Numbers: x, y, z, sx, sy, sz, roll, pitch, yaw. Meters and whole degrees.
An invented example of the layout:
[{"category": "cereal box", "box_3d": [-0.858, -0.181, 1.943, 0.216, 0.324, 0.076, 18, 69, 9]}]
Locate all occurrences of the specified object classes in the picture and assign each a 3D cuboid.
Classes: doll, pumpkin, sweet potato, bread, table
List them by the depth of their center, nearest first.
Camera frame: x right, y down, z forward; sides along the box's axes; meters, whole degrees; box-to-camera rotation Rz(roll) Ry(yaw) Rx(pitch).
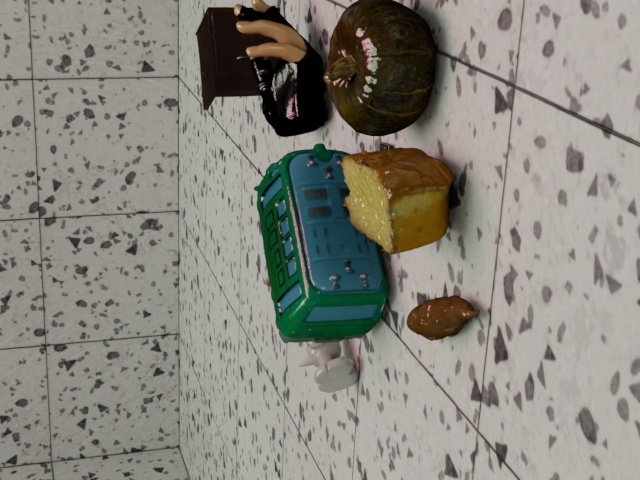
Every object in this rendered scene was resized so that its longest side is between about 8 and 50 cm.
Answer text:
[{"category": "sweet potato", "box_3d": [0.181, 0.112, 1.551, 0.068, 0.060, 0.206, 48, 160, -3]}, {"category": "bread", "box_3d": [0.118, -0.063, 1.571, 0.229, 0.139, 0.143, -138, 44, -68]}, {"category": "pumpkin", "box_3d": [0.078, -0.265, 1.631, 0.219, 0.162, 0.219, 173, 90, -70]}, {"category": "doll", "box_3d": [-0.007, 0.148, 2.078, 0.271, 0.144, 0.208, -116, 7, -59]}, {"category": "table", "box_3d": [-0.183, -0.416, 2.444, 0.172, 0.169, 0.193, 151, 115, -72]}]

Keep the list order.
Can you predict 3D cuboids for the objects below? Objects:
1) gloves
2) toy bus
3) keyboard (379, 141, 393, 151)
[{"category": "gloves", "box_3d": [-0.082, -0.352, 2.140, 0.301, 0.152, 0.197, 61, 155, 0]}, {"category": "toy bus", "box_3d": [0.000, 0.000, 1.900, 0.199, 0.183, 0.343, 123, 140, -58]}, {"category": "keyboard", "box_3d": [0.109, -0.100, 1.803, 0.049, 0.015, 0.129, -145, 53, -69]}]
